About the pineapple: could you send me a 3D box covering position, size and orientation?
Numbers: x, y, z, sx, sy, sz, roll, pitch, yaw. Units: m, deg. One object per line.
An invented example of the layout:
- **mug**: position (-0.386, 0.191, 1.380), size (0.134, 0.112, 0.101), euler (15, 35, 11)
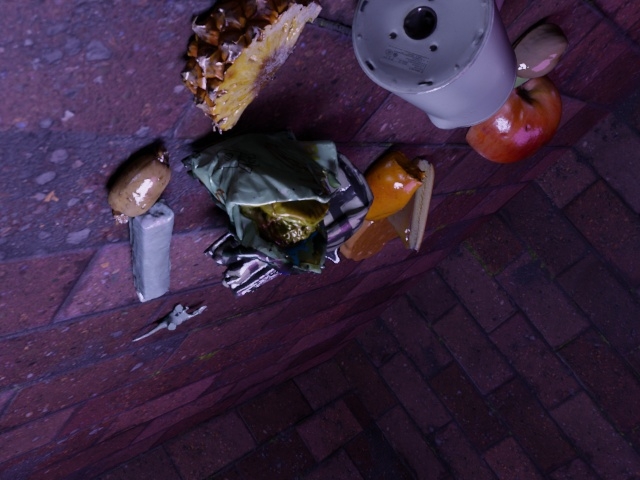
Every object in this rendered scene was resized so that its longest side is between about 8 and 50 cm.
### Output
- **pineapple**: position (-0.105, -0.245, 0.752), size (0.233, 0.079, 0.135), euler (-48, 169, 17)

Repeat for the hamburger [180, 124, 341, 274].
- **hamburger**: position (-0.058, -0.083, 0.951), size (0.260, 0.276, 0.150), euler (-5, 147, -48)

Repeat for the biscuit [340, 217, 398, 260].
- **biscuit**: position (0.199, -0.051, 1.891), size (0.312, 0.057, 0.351), euler (-40, 161, 11)

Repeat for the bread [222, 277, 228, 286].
- **bread**: position (-0.164, 0.080, 1.567), size (0.112, 0.036, 0.193), euler (-43, 162, 19)

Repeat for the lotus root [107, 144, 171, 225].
- **lotus root**: position (-0.272, -0.076, 0.889), size (0.152, 0.063, 0.072), euler (-48, 170, 24)

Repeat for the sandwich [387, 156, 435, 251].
- **sandwich**: position (0.257, -0.104, 1.691), size (0.094, 0.096, 0.258), euler (7, 95, -37)

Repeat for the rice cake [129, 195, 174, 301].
- **rice cake**: position (-0.310, 0.028, 1.090), size (0.066, 0.063, 0.336), euler (-24, 159, -27)

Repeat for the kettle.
- **kettle**: position (0.201, -0.335, 0.969), size (0.205, 0.265, 0.318), euler (-9, 176, 26)

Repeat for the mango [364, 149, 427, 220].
- **mango**: position (0.166, -0.127, 1.513), size (0.154, 0.126, 0.252), euler (-39, 174, -33)

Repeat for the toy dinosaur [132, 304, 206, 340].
- **toy dinosaur**: position (-0.373, 0.203, 1.485), size (0.187, 0.044, 0.106), euler (-34, 178, -11)

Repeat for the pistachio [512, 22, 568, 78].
- **pistachio**: position (0.501, -0.436, 1.388), size (0.149, 0.113, 0.113), euler (-28, 163, -2)

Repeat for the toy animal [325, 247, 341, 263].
- **toy animal**: position (0.000, -0.002, 1.638), size (0.210, 0.120, 0.117), euler (107, -8, -89)

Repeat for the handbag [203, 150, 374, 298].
- **handbag**: position (-0.060, -0.020, 1.231), size (0.326, 0.163, 0.325), euler (-32, 176, -3)

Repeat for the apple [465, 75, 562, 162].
- **apple**: position (0.588, -0.331, 1.729), size (0.292, 0.163, 0.251), euler (-33, 164, -17)

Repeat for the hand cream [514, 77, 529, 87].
- **hand cream**: position (0.554, -0.456, 1.536), size (0.175, 0.046, 0.095), euler (-34, 165, 14)
